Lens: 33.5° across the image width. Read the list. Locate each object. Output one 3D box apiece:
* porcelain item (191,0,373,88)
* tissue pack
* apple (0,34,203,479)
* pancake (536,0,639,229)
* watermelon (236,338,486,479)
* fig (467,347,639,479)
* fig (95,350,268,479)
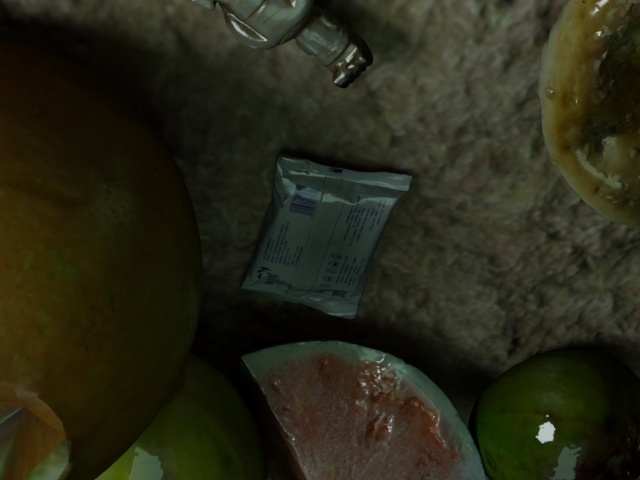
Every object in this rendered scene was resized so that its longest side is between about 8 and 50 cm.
[{"bbox_3d":[-0.049,-0.186,0.776,0.213,0.054,0.084,30,131,-29],"label":"porcelain item"},{"bbox_3d":[0.000,0.000,0.997,0.123,0.026,0.193,9,135,-12],"label":"tissue pack"},{"bbox_3d":[-0.281,0.035,0.795,0.384,0.374,0.374,1,137,-4],"label":"apple"},{"bbox_3d":[0.356,-0.135,0.830,0.387,0.082,0.387,-4,136,-4],"label":"pancake"},{"bbox_3d":[0.021,0.198,1.114,0.256,0.176,0.260,-13,103,22],"label":"watermelon"},{"bbox_3d":[0.250,0.202,1.129,0.191,0.181,0.181,-3,143,36],"label":"fig"},{"bbox_3d":[-0.177,0.224,1.049,0.258,0.258,0.326,4,145,-7],"label":"fig"}]
